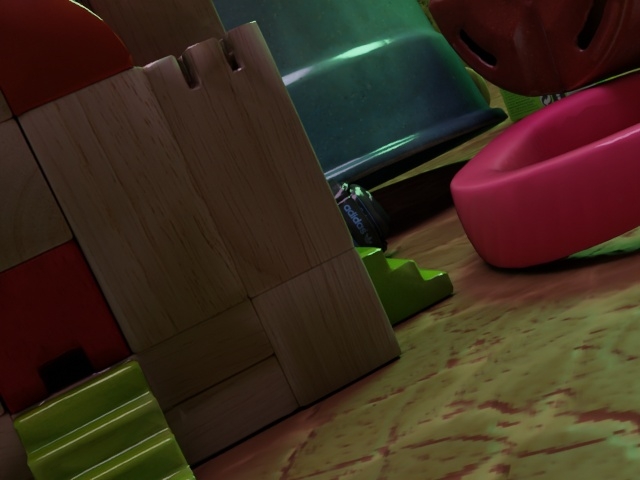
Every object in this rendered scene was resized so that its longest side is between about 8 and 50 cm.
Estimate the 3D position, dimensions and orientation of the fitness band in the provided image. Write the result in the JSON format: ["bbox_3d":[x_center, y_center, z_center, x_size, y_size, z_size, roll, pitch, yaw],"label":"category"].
[{"bbox_3d":[0.181,-0.062,0.482,0.209,0.054,0.291,-23,7,29],"label":"fitness band"}]

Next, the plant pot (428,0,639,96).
[{"bbox_3d":[0.227,-0.240,0.671,0.265,0.272,0.272,-27,8,-27],"label":"plant pot"}]

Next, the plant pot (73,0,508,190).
[{"bbox_3d":[-0.066,-0.179,0.790,0.341,0.334,0.341,-24,1,0],"label":"plant pot"}]

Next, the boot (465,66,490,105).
[{"bbox_3d":[0.083,-0.141,1.139,0.262,0.095,0.203,-26,6,17],"label":"boot"}]

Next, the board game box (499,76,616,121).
[{"bbox_3d":[0.200,-0.258,0.937,0.039,0.259,0.124,-29,9,-34],"label":"board game box"}]

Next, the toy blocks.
[{"bbox_3d":[-0.157,-0.012,0.364,0.381,0.260,0.191,-26,8,-14],"label":"toy blocks"}]

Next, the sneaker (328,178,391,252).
[{"bbox_3d":[-0.001,-0.001,0.565,0.085,0.058,0.152,-32,0,7],"label":"sneaker"}]
